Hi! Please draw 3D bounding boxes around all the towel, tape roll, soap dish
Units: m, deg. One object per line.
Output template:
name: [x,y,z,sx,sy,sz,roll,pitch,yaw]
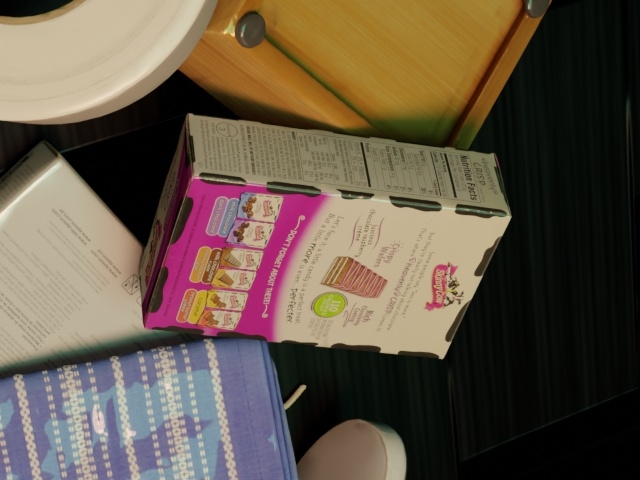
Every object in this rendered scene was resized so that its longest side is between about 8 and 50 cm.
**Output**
towel: [-0.172,0.212,1.362,0.336,0.040,0.243,-10,89,-18]
tape roll: [-0.180,-0.194,1.166,0.246,0.169,0.246,0,93,-2]
soap dish: [0.026,-0.172,1.374,0.291,0.118,0.229,36,80,-38]

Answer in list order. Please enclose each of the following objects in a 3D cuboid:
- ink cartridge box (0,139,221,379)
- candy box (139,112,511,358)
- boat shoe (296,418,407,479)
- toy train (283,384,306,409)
ink cartridge box: [-0.216,0.076,1.401,0.224,0.045,0.223,-43,125,-6]
candy box: [0.000,0.000,1.349,0.233,0.071,0.159,8,134,-16]
boat shoe: [0.020,0.287,1.593,0.105,0.113,0.306,4,111,-39]
toy train: [-0.079,0.215,1.481,0.248,0.143,0.105,-38,125,-11]
